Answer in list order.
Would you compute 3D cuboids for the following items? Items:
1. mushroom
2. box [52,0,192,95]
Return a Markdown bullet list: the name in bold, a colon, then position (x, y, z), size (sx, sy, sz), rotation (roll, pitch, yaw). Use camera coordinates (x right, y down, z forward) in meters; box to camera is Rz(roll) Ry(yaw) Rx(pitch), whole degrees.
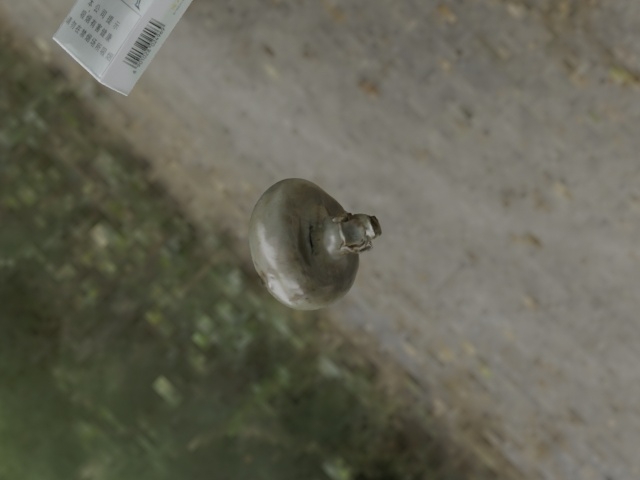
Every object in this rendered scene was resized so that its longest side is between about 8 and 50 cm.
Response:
- **mushroom**: position (0.000, 0.000, 1.227), size (0.079, 0.085, 0.085), rotation (-11, 130, 36)
- **box**: position (-0.142, -0.201, 1.588), size (0.040, 0.154, 0.084), rotation (26, -168, -44)
